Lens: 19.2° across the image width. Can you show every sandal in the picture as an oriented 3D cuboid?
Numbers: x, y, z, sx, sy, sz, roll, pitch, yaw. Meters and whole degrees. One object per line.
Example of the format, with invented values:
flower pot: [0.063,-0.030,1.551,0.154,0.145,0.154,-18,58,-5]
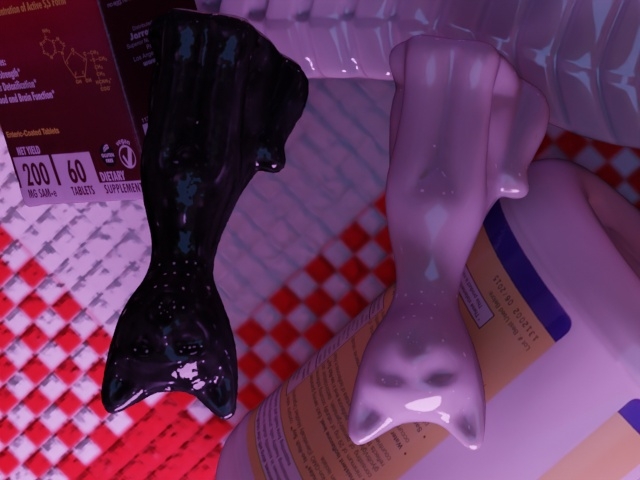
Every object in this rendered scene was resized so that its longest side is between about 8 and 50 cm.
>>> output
sandal: [0.104,-0.158,1.077,0.416,0.102,0.169,10,112,12]

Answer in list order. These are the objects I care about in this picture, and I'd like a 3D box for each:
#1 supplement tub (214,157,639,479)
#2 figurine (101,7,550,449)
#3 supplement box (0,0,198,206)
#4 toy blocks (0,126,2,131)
supplement tub: [0.091,0.140,1.099,0.331,0.241,0.241,-43,96,16]
figurine: [0.000,0.000,0.983,0.215,0.092,0.209,7,78,11]
supplement box: [-0.142,-0.144,1.082,0.130,0.073,0.239,-2,108,47]
toy blocks: [-0.226,-0.082,1.175,0.148,0.054,0.123,37,117,-20]
